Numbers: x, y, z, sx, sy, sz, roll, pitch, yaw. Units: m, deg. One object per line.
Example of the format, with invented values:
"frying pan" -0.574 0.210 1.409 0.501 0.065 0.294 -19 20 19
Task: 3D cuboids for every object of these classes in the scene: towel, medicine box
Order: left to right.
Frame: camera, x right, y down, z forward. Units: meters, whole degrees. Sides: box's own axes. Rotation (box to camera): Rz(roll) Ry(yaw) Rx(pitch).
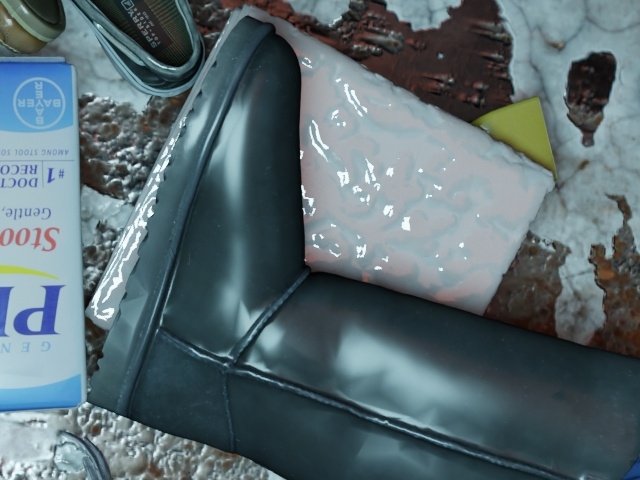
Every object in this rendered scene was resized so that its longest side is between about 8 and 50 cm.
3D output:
"medicine box" -0.337 0.002 1.397 0.263 0.149 0.289 -2 86 -16
"towel" 0.000 0.000 1.513 0.331 0.053 0.317 28 92 -10

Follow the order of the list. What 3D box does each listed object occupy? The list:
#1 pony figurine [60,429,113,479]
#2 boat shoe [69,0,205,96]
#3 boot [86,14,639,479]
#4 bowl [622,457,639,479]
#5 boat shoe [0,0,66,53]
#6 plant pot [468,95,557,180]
"pony figurine" -0.176 0.351 1.332 0.363 0.303 0.351 4 95 26
"boat shoe" -0.204 -0.279 1.471 0.121 0.119 0.335 -42 98 -15
"boot" 0.073 0.058 1.396 0.445 0.146 0.367 21 105 3
"bowl" 0.328 0.404 1.600 0.391 0.077 0.391 1 85 -16
"boat shoe" -0.328 -0.255 1.412 0.104 0.110 0.307 -42 68 11
"plant pot" 0.168 -0.085 1.590 0.083 0.081 0.081 -13 90 -6
